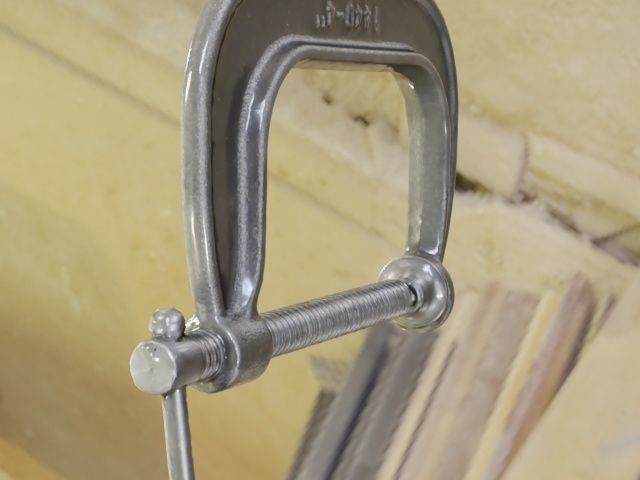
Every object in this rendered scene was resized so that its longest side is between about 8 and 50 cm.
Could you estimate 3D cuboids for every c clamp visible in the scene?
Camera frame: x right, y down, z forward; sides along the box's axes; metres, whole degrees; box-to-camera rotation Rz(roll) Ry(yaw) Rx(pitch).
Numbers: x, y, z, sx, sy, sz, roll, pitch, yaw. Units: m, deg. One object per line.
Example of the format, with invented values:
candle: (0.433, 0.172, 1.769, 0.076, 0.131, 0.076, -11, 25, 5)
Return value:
c clamp: (0.000, 0.000, 0.363, 0.022, 0.161, 0.137, 1, 101, 28)
